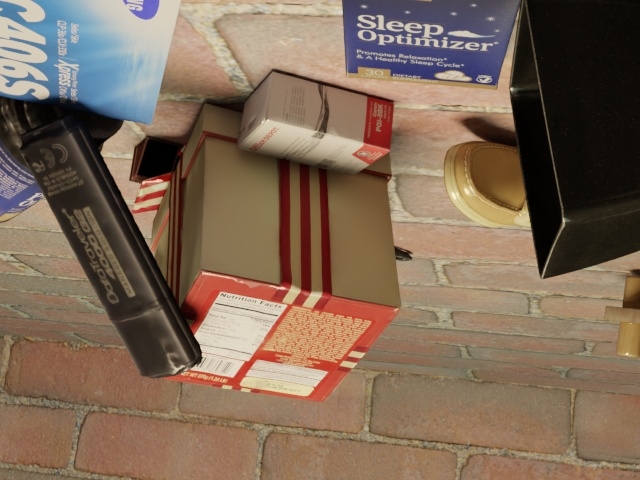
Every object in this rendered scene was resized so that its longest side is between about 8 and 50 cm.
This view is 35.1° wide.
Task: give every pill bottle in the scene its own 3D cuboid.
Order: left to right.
[{"bbox_3d":[-0.304,-0.107,1.055,0.122,0.123,0.219,20,148,-41],"label":"pill bottle"}]

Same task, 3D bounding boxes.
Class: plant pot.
[{"bbox_3d":[0.253,-0.087,0.821,0.166,0.188,0.187,-7,164,6],"label":"plant pot"}]

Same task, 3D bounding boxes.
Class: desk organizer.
[{"bbox_3d":[-0.165,-0.087,1.256,0.130,0.047,0.050,13,162,-23],"label":"desk organizer"}]

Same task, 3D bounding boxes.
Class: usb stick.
[{"bbox_3d":[-0.199,0.013,0.977,0.077,0.278,0.045,-15,-160,29],"label":"usb stick"}]

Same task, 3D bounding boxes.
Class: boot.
[{"bbox_3d":[0.277,-0.061,1.048,0.262,0.095,0.203,16,163,-37],"label":"boot"}]

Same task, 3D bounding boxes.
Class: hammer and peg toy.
[{"bbox_3d":[0.640,0.134,1.483,0.361,0.127,0.266,9,177,-15],"label":"hammer and peg toy"}]

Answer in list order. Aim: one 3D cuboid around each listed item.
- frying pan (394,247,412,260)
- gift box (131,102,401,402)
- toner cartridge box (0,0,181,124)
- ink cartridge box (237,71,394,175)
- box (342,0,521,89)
[{"bbox_3d":[-0.025,0.000,1.531,0.197,0.053,0.326,-3,159,36],"label":"frying pan"},{"bbox_3d":[-0.077,0.017,1.154,0.255,0.258,0.276,15,141,-23],"label":"gift box"},{"bbox_3d":[-0.194,-0.196,0.797,0.165,0.075,0.348,9,165,-11],"label":"toner cartridge box"},{"bbox_3d":[-0.006,-0.118,1.040,0.135,0.056,0.099,12,164,-20],"label":"ink cartridge box"},{"bbox_3d":[0.085,-0.182,0.799,0.136,0.037,0.225,6,164,5],"label":"box"}]
